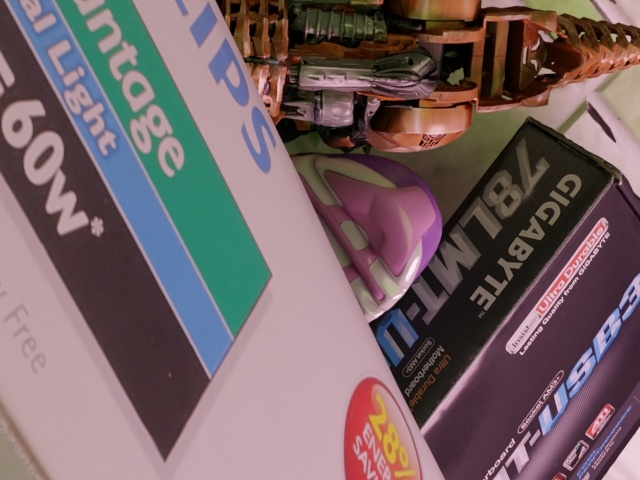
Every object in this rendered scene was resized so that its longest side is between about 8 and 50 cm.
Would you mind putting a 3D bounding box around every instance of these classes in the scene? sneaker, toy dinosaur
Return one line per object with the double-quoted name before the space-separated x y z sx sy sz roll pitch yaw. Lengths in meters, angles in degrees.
"sneaker" 0.000 0.000 0.801 0.104 0.236 0.095 -27 89 -32
"toy dinosaur" 0.022 -0.093 0.766 0.321 0.218 0.164 20 96 -27

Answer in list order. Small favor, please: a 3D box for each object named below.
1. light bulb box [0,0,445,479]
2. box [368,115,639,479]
"light bulb box" -0.194 0.061 0.549 0.361 0.225 0.358 -14 116 25
"box" 0.099 0.109 0.870 0.295 0.073 0.293 -53 151 -1
